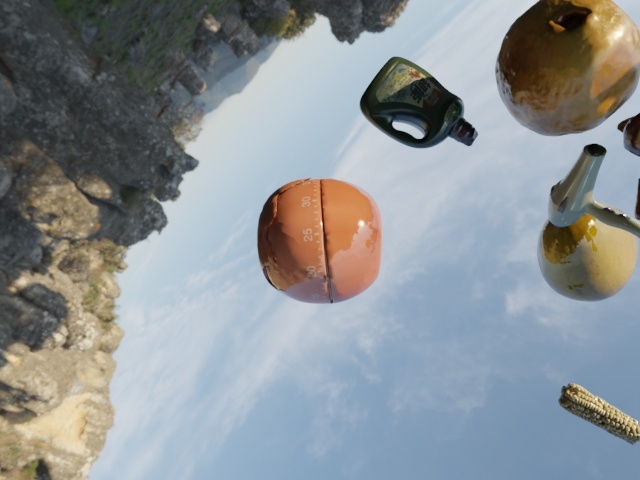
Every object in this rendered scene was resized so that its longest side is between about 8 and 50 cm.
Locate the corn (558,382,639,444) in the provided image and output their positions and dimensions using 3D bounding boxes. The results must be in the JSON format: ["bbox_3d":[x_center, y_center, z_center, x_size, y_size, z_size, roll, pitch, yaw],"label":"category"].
[{"bbox_3d":[0.816,0.502,1.176,0.211,0.087,0.087,27,-106,27],"label":"corn"}]

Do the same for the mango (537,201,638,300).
[{"bbox_3d":[0.761,0.022,1.149,0.220,0.445,0.301,22,-93,45],"label":"mango"}]

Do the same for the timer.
[{"bbox_3d":[0.000,0.000,0.729,0.215,0.229,0.229,1,-145,3],"label":"timer"}]

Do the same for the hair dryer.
[{"bbox_3d":[0.468,-0.066,0.637,0.067,0.167,0.199,-39,-138,-19],"label":"hair dryer"}]

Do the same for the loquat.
[{"bbox_3d":[0.396,-0.284,0.661,0.193,0.238,0.238,-43,-156,17],"label":"loquat"}]

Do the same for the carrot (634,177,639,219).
[{"bbox_3d":[1.221,-0.156,1.515,0.055,0.055,0.161,-1,-99,61],"label":"carrot"}]

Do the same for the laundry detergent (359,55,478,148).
[{"bbox_3d":[0.192,-0.239,0.763,0.144,0.222,0.078,-52,176,-6],"label":"laundry detergent"}]

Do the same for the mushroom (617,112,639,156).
[{"bbox_3d":[0.512,-0.166,0.626,0.129,0.088,0.072,-76,-178,-78],"label":"mushroom"}]
